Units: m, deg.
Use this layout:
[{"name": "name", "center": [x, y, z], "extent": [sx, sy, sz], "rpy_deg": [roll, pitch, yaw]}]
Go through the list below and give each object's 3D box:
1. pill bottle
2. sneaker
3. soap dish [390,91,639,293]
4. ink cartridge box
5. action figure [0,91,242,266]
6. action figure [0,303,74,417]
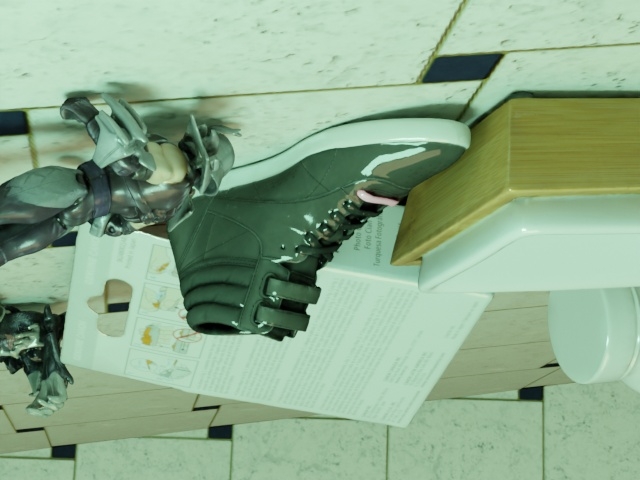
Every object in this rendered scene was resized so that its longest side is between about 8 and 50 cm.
[{"name": "pill bottle", "center": [0.444, 0.084, 1.577], "extent": [0.334, 0.187, 0.188], "rpy_deg": [-3, 165, -17]}, {"name": "sneaker", "center": [0.000, 0.000, 1.100], "extent": [0.296, 0.146, 0.105], "rpy_deg": [-17, 161, 31]}, {"name": "soap dish", "center": [0.228, -0.036, 1.127], "extent": [0.291, 0.118, 0.229], "rpy_deg": [-2, 166, -20]}, {"name": "ink cartridge box", "center": [-0.052, 0.061, 1.358], "extent": [0.385, 0.091, 0.308], "rpy_deg": [12, 147, -8]}, {"name": "action figure", "center": [-0.181, -0.032, 0.963], "extent": [0.285, 0.099, 0.185], "rpy_deg": [-21, 158, -21]}, {"name": "action figure", "center": [-0.352, 0.129, 1.460], "extent": [0.164, 0.140, 0.276], "rpy_deg": [-14, 161, 21]}]
